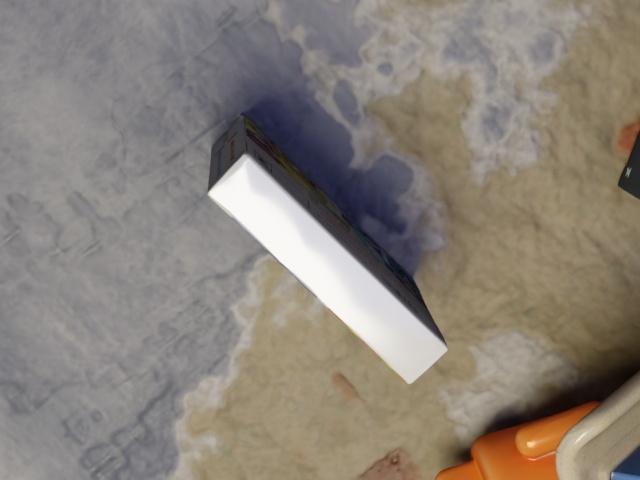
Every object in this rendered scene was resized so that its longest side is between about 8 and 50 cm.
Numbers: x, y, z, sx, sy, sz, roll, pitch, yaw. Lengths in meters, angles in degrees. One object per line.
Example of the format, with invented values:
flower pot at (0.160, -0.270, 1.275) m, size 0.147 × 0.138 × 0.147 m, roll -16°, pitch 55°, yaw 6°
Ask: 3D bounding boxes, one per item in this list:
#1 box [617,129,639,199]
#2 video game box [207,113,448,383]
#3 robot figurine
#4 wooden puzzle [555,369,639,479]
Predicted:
box at (0.371, -0.073, 1.034) m, size 0.207 × 0.108 × 0.153 m, roll 16°, pitch 102°, yaw -9°
video game box at (0.000, 0.000, 0.979) m, size 0.048 × 0.187 × 0.205 m, roll -44°, pitch 102°, yaw 9°
robot figurine at (0.210, 0.209, 1.076) m, size 0.219 × 0.128 × 0.158 m, roll -16°, pitch 94°, yaw -2°
wooden puzzle at (0.335, 0.225, 1.019) m, size 0.322 × 0.080 × 0.347 m, roll -30°, pitch 114°, yaw -37°
